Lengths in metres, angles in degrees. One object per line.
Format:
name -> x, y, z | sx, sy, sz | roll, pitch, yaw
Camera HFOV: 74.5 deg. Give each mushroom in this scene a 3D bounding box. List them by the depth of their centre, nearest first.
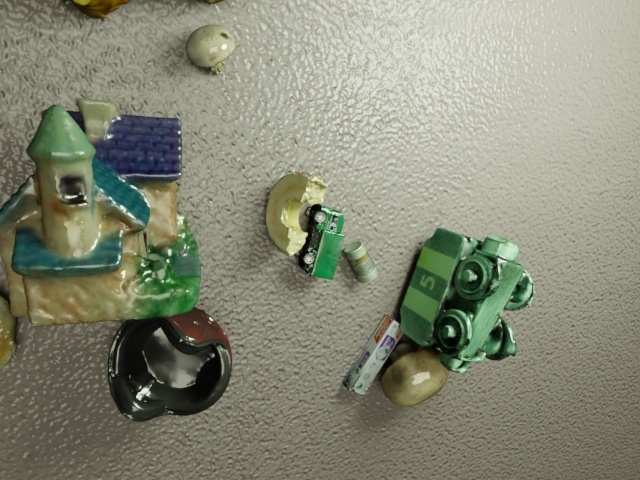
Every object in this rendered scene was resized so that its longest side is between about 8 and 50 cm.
mushroom -> -0.186, -0.327, 0.734 | 0.085, 0.085, 0.079 | -33, 145, -9
mushroom -> 0.219, 0.311, 0.989 | 0.166, 0.127, 0.166 | -16, 143, -12

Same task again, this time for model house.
model house -> -0.305, -0.063, 0.622 | 0.245, 0.312, 0.280 | -1, 105, -16

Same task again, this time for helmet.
helmet -> -0.265, 0.212, 0.761 | 0.216, 0.193, 0.189 | 37, 93, -12

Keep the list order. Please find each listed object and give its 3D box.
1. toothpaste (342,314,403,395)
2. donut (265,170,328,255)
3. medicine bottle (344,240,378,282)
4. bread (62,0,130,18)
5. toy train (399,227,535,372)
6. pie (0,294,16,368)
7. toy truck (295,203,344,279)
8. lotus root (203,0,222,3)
toothpaste -> 0.127, 0.271, 0.995 | 0.047, 0.040, 0.196 | 32, 91, -27
donut -> -0.052, -0.060, 0.824 | 0.065, 0.108, 0.165 | 5, 111, -45
medicine bottle -> 0.090, 0.047, 0.925 | 0.047, 0.047, 0.083 | -32, 111, -10
bread -> -0.353, -0.467, 0.621 | 0.181, 0.096, 0.222 | -32, 109, -8
toy train -> 0.311, 0.124, 0.916 | 0.167, 0.238, 0.299 | 16, 98, -29
pie -> -0.618, 0.162, 0.706 | 0.185, 0.052, 0.218 | 39, 90, -28
toy truck -> 0.000, 0.000, 0.873 | 0.079, 0.065, 0.147 | 10, 100, -23
lotus root -> -0.199, -0.496, 0.654 | 0.123, 0.124, 0.241 | -32, 111, -11
